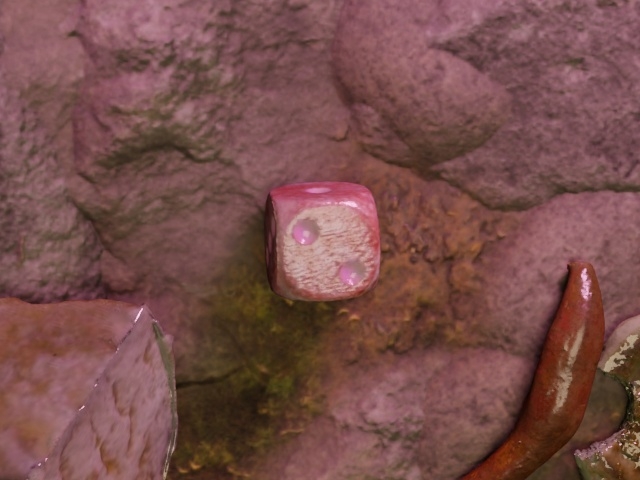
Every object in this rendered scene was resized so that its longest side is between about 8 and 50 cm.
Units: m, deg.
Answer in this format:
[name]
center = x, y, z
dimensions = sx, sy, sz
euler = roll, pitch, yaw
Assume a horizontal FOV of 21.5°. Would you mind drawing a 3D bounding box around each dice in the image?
[dice]
center = 0.000, 0.000, 1.476
dimensions = 0.094, 0.093, 0.091
euler = -5, 103, -7

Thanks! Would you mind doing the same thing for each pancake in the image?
[pancake]
center = 0.364, 0.167, 1.604
dimensions = 0.253, 0.037, 0.253
euler = -2, 102, -9

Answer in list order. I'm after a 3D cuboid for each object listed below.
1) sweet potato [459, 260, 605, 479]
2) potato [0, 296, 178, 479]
[sweet potato]
center = 0.211, 0.145, 1.565
dimensions = 0.078, 0.058, 0.255
euler = 26, 100, 2
[potato]
center = -0.273, 0.164, 1.471
dimensions = 0.264, 0.211, 0.189
euler = 12, 145, 20
